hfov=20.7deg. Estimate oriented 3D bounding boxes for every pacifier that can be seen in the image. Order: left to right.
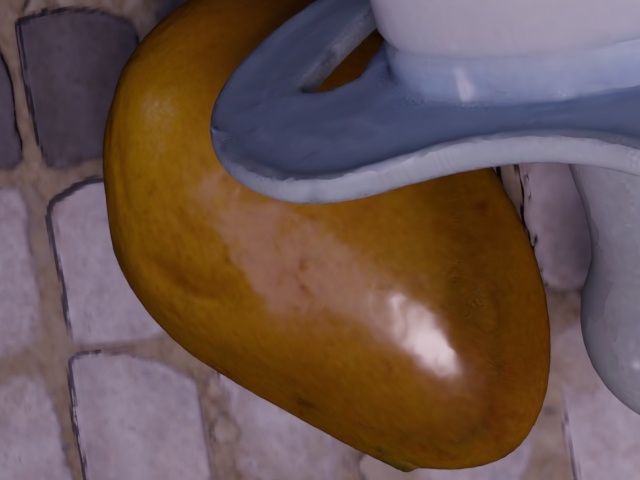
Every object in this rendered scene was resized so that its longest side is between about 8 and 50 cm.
[{"bbox_3d":[0.112,-0.041,0.592,0.287,0.238,0.226,-2,119,30],"label":"pacifier"}]

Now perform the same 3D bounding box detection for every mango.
[{"bbox_3d":[0.000,0.000,0.703,0.147,0.109,0.227,-39,74,5],"label":"mango"}]
